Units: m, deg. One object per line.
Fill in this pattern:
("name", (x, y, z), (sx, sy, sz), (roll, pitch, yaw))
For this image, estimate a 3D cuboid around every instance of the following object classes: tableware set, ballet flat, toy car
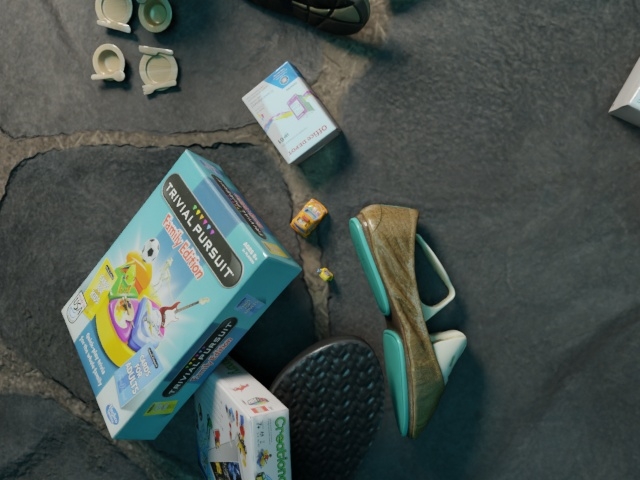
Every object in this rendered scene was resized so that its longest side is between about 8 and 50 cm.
("tableware set", (-0.287, -0.312, 0.913), (0.141, 0.020, 0.168), (6, 104, 12))
("ballet flat", (0.137, 0.110, 0.849), (0.124, 0.116, 0.342), (-13, 89, -7))
("toy car", (0.000, 0.000, 0.886), (0.060, 0.040, 0.122), (-32, 89, 12))

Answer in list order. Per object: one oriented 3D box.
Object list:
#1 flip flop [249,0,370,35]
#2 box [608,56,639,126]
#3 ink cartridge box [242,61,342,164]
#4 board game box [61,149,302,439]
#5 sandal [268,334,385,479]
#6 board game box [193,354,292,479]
("flip flop", (-0.048, -0.383, 0.831), (0.277, 0.112, 0.080), (27, 74, 10))
("box", (0.440, -0.193, 0.748), (0.087, 0.102, 0.101), (28, 102, 9))
("ink cartridge box", (-0.041, -0.184, 0.869), (0.089, 0.052, 0.122), (-36, 89, 12))
("board game box", (-0.218, 0.075, 0.857), (0.336, 0.079, 0.253), (-50, 54, 12))
("sandal", (-0.021, 0.325, 0.888), (0.168, 0.107, 0.445), (7, 110, -11))
("board game box", (-0.117, 0.279, 0.820), (0.053, 0.305, 0.192), (-5, 97, -24))
